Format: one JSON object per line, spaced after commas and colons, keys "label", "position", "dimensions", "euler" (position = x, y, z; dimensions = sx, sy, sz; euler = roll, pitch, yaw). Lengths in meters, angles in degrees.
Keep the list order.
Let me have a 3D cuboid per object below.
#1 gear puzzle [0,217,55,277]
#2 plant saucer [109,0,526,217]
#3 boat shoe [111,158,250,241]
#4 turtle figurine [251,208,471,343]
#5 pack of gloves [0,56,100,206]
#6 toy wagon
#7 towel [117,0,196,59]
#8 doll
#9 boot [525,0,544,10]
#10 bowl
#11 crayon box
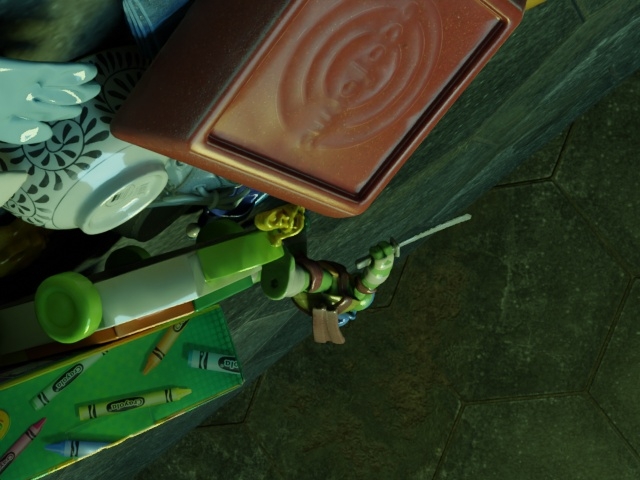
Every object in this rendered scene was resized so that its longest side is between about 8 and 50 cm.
{"label": "gear puzzle", "position": [-0.325, 0.045, 0.788], "dimensions": [0.175, 0.044, 0.339], "euler": [-43, 169, 33]}
{"label": "plant saucer", "position": [0.021, -0.128, 0.762], "dimensions": [0.258, 0.047, 0.259], "euler": [-51, 144, 16]}
{"label": "boat shoe", "position": [-0.061, -0.096, 0.893], "dimensions": [0.320, 0.103, 0.118], "euler": [-40, 170, 16]}
{"label": "turtle figurine", "position": [0.000, 0.000, 1.432], "dimensions": [0.266, 0.198, 0.274], "euler": [3, 130, -52]}
{"label": "pack of gloves", "position": [-0.252, -0.061, 0.614], "dimensions": [0.195, 0.046, 0.232], "euler": [-36, 166, 28]}
{"label": "toy wagon", "position": [-0.163, 0.040, 0.957], "dimensions": [0.345, 0.068, 0.267], "euler": [-14, -175, 27]}
{"label": "towel", "position": [-0.097, -0.159, 0.687], "dimensions": [0.067, 0.029, 0.119], "euler": [-37, 170, -8]}
{"label": "doll", "position": [-0.096, -0.046, 1.181], "dimensions": [0.129, 0.046, 0.189], "euler": [-32, 169, -25]}
{"label": "boot", "position": [0.177, -0.258, 1.051], "dimensions": [0.295, 0.104, 0.211], "euler": [-22, 168, -41]}
{"label": "bowl", "position": [-0.164, -0.057, 0.781], "dimensions": [0.170, 0.080, 0.170], "euler": [-35, 171, -7]}
{"label": "crayon box", "position": [-0.228, 0.139, 0.930], "dimensions": [0.279, 0.081, 0.165], "euler": [-20, -175, -39]}
